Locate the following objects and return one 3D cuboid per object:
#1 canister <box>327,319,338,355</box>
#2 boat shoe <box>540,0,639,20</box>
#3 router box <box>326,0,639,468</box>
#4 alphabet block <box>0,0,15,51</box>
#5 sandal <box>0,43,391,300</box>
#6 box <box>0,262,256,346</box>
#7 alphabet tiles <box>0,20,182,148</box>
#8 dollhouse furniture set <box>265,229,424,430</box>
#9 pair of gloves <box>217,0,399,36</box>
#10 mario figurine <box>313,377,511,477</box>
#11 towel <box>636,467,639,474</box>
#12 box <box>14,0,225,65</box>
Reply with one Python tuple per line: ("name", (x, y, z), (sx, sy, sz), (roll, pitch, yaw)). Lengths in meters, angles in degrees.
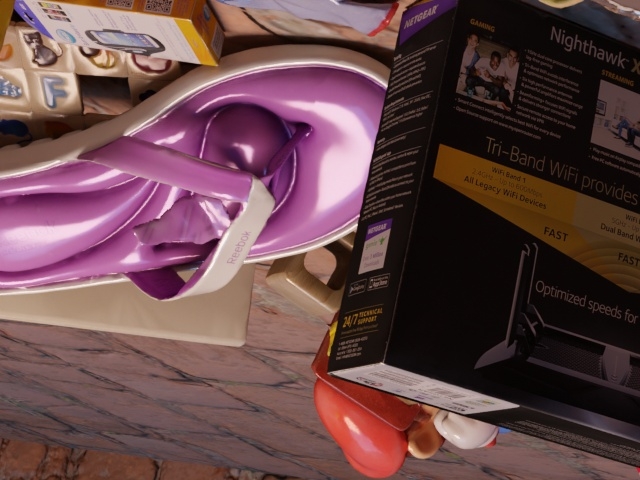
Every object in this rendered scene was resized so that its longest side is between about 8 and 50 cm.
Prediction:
("canister", (0.083, 0.019, 1.435), (0.126, 0.170, 0.073), (14, 165, -9))
("boat shoe", (0.097, -0.167, 0.864), (0.117, 0.096, 0.324), (2, 162, 35))
("router box", (0.176, 0.006, 1.167), (0.309, 0.243, 0.081), (19, 164, -22))
("alphabet block", (-0.319, -0.123, 1.183), (0.192, 0.193, 0.197), (17, 165, -24))
("sandal", (-0.113, -0.017, 1.343), (0.416, 0.102, 0.169), (-17, 126, 27))
("box", (-0.218, 0.015, 1.629), (0.311, 0.121, 0.148), (10, 177, -42))
("alphabet tiles", (-0.211, -0.082, 1.386), (0.237, 0.009, 0.198), (6, 134, 10))
("dollhouse furniture set", (0.000, 0.000, 1.565), (0.374, 0.152, 0.201), (35, 160, -14))
("pair of gloves", (-0.006, -0.167, 1.101), (0.159, 0.023, 0.198), (15, 166, -18))
("mario figurine", (0.142, 0.127, 1.798), (0.320, 0.170, 0.198), (-4, 166, -30))
("towel", (0.270, 0.122, 1.593), (0.031, 0.275, 0.199), (-28, 175, -16))
("box", (-0.139, -0.153, 1.256), (0.136, 0.028, 0.081), (11, 166, 13))
